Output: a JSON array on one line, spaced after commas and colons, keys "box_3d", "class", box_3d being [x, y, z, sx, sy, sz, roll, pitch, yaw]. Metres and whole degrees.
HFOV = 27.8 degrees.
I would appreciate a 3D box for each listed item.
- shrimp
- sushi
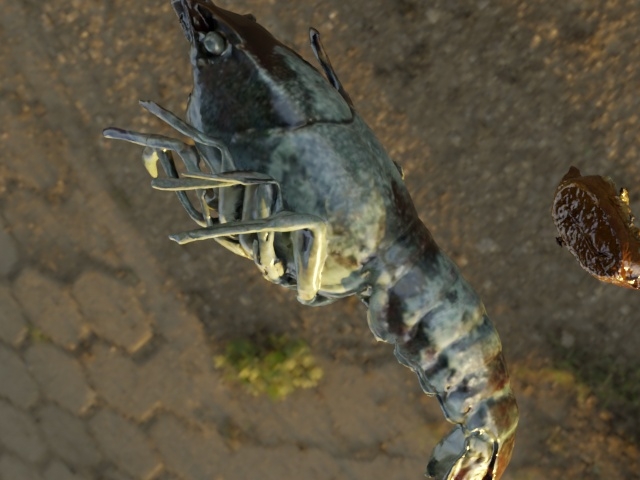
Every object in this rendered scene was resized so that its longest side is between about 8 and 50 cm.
[{"box_3d": [0.001, -0.005, 0.869, 0.410, 0.221, 0.166, 45, 118, 1], "class": "shrimp"}, {"box_3d": [0.222, -0.010, 1.016, 0.061, 0.060, 0.118, -29, 72, 41], "class": "sushi"}]
